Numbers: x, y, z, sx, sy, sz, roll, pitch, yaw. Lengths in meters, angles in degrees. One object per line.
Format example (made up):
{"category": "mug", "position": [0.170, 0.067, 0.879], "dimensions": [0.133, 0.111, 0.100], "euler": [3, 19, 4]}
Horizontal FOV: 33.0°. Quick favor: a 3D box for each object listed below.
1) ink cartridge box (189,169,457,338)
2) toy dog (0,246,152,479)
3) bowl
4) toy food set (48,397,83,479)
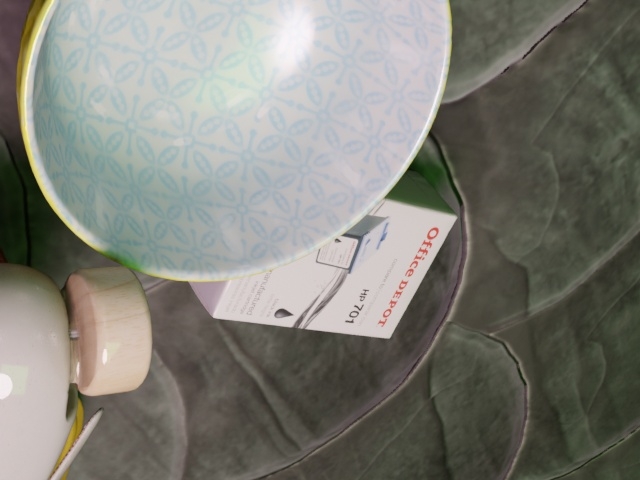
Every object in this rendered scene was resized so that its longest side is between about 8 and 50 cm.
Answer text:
{"category": "ink cartridge box", "position": [0.000, 0.000, 0.925], "dimensions": [0.191, 0.082, 0.139], "euler": [11, 116, -34]}
{"category": "toy dog", "position": [-0.236, 0.121, 0.747], "dimensions": [0.220, 0.161, 0.333], "euler": [18, 118, -38]}
{"category": "bowl", "position": [-0.073, -0.133, 0.732], "dimensions": [0.290, 0.156, 0.289], "euler": [-16, 130, -20]}
{"category": "toy food set", "position": [-0.279, 0.209, 0.911], "dimensions": [0.128, 0.071, 0.217], "euler": [-14, 128, -66]}
